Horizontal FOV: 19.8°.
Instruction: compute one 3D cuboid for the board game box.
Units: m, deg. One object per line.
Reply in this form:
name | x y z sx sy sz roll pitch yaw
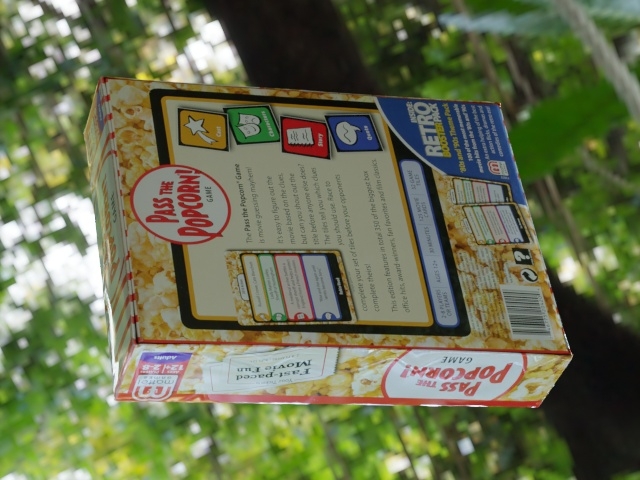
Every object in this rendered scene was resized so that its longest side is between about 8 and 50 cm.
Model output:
board game box | 0.000 0.000 0.809 0.194 0.045 0.146 3 -128 -18
